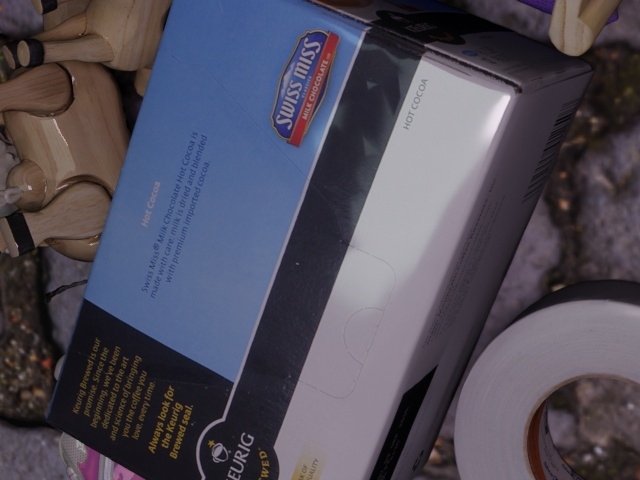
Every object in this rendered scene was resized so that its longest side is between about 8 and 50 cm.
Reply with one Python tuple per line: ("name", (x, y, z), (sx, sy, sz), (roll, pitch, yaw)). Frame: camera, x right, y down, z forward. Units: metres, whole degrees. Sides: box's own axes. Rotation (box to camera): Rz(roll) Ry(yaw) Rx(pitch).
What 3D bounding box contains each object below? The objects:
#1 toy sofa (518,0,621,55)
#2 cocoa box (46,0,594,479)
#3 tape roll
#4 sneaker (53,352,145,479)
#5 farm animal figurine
("toy sofa", (0.034, -0.235, 0.837), (0.363, 0.150, 0.177), (23, 135, 17))
("cocoa box", (0.000, 0.000, 0.887), (0.228, 0.231, 0.347), (26, 110, 16))
("tape roll", (0.210, 0.141, 0.918), (0.219, 0.072, 0.219), (4, 102, 22))
("sneaker", (-0.153, 0.187, 1.071), (0.111, 0.103, 0.252), (-9, 91, 28))
("farm animal figurine", (-0.187, -0.123, 0.958), (0.330, 0.172, 0.326), (19, 120, 50))
